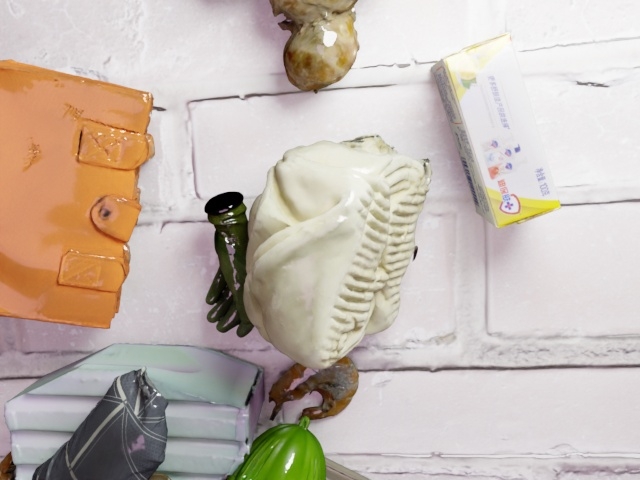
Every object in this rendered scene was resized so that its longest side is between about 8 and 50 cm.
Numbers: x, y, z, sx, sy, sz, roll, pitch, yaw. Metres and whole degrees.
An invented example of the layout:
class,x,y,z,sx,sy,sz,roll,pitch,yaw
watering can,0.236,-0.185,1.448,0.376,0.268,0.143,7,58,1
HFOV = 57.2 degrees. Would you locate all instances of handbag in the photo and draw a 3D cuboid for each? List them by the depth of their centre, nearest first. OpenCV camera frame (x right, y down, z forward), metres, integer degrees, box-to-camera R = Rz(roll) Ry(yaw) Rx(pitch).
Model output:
class,x,y,z,sx,sy,sz,roll,pitch,yaw
handbag,-0.449,-0.072,0.975,0.303,0.116,0.410,10,100,-15

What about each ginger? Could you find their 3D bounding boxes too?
class,x,y,z,sx,sy,sz,roll,pitch,yaw
ginger,-0.050,-0.425,0.876,0.375,0.176,0.256,48,119,-4

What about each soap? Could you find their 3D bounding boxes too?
class,x,y,z,sx,sy,sz,roll,pitch,yaw
soap,-0.331,0.330,1.079,0.445,0.156,0.262,0,103,7

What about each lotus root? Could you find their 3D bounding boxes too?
class,x,y,z,sx,sy,sz,roll,pitch,yaw
lotus root,-0.059,0.397,1.057,0.186,0.186,0.186,1,102,7

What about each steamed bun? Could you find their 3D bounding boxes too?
class,x,y,z,sx,sy,sz,roll,pitch,yaw
steamed bun,0.000,0.000,0.914,0.237,0.394,0.347,18,146,27

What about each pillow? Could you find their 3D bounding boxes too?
class,x,y,z,sx,sy,sz,roll,pitch,yaw
pillow,-0.354,0.354,0.953,0.335,0.092,0.161,-48,71,15

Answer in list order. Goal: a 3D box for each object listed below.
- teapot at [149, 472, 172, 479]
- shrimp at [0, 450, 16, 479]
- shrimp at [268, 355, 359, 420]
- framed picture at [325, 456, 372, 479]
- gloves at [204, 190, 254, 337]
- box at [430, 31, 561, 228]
class,x,y,z,sx,sy,sz,roll,pitch,yaw
teapot,-0.260,0.446,0.982,0.110,0.085,0.080,33,108,-22
shrimp,-0.606,0.484,1.199,0.145,0.061,0.267,15,106,13
shrimp,-0.014,0.281,1.082,0.187,0.052,0.132,-30,97,9
framed picture,0.044,0.674,1.173,0.326,0.028,0.446,25,104,1
gloves,-0.144,0.048,1.016,0.107,0.135,0.268,-5,115,-18
box,0.261,-0.164,0.896,0.097,0.168,0.265,-19,98,8
